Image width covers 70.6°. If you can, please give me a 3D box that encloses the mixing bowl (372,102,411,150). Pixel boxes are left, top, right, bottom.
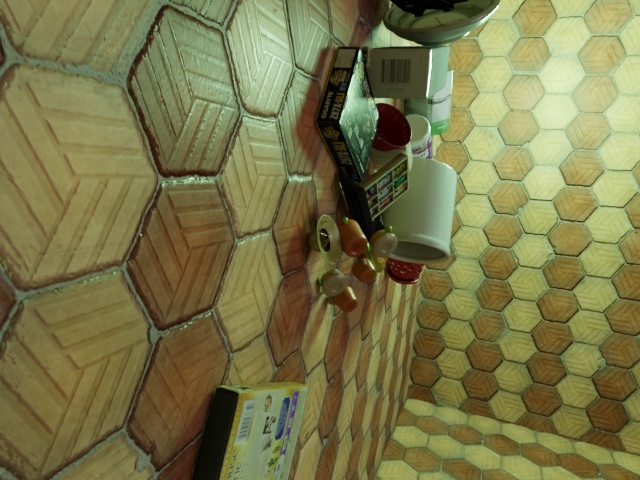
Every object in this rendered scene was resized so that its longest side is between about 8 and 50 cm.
[{"bbox_3d":[0.225,-0.388,1.615,0.098,0.181,0.181,-40,-157,54],"label":"mixing bowl"}]

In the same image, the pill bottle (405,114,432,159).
[{"bbox_3d":[0.440,-0.433,2.125,0.301,0.169,0.169,57,45,-60],"label":"pill bottle"}]

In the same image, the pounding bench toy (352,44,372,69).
[{"bbox_3d":[0.124,-0.564,1.398,0.083,0.052,0.065,-34,129,-63],"label":"pounding bench toy"}]

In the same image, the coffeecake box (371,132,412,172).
[{"bbox_3d":[0.277,-0.344,1.761,0.185,0.142,0.068,57,44,-61],"label":"coffeecake box"}]

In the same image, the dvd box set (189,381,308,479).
[{"bbox_3d":[-0.154,0.491,1.049,0.420,0.062,0.308,40,60,-67],"label":"dvd box set"}]

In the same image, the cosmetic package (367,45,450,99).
[{"bbox_3d":[0.324,-0.626,1.661,0.453,0.230,0.161,-45,140,-57],"label":"cosmetic package"}]

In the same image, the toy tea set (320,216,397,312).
[{"bbox_3d":[0.086,0.072,1.430,0.200,0.124,0.336,11,118,-34],"label":"toy tea set"}]

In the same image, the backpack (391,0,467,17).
[{"bbox_3d":[0.269,-0.856,1.368,0.355,0.290,0.273,-13,111,-41],"label":"backpack"}]

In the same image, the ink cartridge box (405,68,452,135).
[{"bbox_3d":[0.505,-0.666,2.129,0.121,0.211,0.289,-18,126,-19],"label":"ink cartridge box"}]

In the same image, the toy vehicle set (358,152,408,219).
[{"bbox_3d":[0.230,-0.189,1.684,0.267,0.035,0.166,-39,140,-23],"label":"toy vehicle set"}]

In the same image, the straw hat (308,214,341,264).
[{"bbox_3d":[0.000,0.000,1.272,0.144,0.061,0.144,26,60,-58],"label":"straw hat"}]

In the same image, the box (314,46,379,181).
[{"bbox_3d":[0.091,-0.362,1.356,0.322,0.079,0.257,52,48,-63],"label":"box"}]

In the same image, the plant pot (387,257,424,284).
[{"bbox_3d":[0.432,0.119,2.301,0.191,0.191,0.174,-47,148,-57],"label":"plant pot"}]

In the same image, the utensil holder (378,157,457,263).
[{"bbox_3d":[0.433,-0.124,2.011,0.327,0.327,0.385,49,51,-64],"label":"utensil holder"}]

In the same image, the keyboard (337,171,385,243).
[{"bbox_3d":[0.144,-0.076,1.476,0.033,0.201,0.317,-41,147,-11],"label":"keyboard"}]

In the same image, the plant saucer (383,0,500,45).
[{"bbox_3d":[0.428,-0.790,1.618,0.100,0.400,0.400,72,32,-43],"label":"plant saucer"}]

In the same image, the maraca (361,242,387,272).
[{"bbox_3d":[0.206,0.039,1.798,0.127,0.099,0.186,-7,78,-71],"label":"maraca"}]
